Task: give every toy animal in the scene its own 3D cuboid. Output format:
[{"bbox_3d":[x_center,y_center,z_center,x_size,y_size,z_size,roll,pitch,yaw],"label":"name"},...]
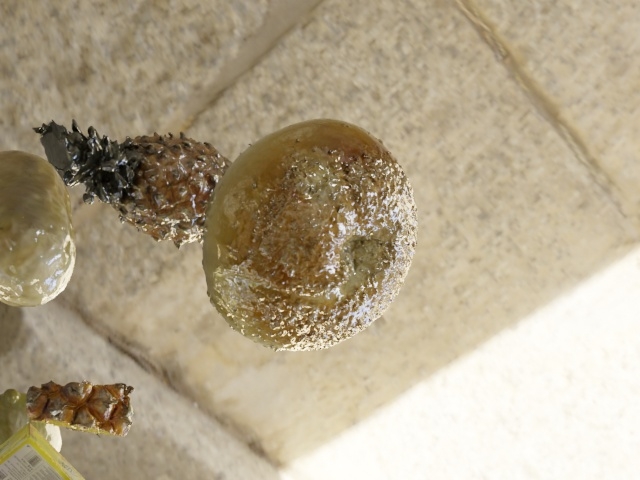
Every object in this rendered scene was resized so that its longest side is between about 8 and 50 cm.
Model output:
[{"bbox_3d":[-0.514,0.441,2.059,0.181,0.363,0.180,2,152,-25],"label":"toy animal"}]

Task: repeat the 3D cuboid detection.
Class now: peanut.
[{"bbox_3d":[-0.327,-0.014,1.306,0.129,0.224,0.129,-6,124,-9],"label":"peanut"}]

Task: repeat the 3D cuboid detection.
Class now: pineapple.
[{"bbox_3d":[-0.250,-0.090,1.625,0.279,0.158,0.158,19,112,-42],"label":"pineapple"},{"bbox_3d":[-0.312,0.211,1.562,0.137,0.116,0.069,14,72,-23],"label":"pineapple"}]

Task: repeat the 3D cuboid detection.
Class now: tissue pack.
[{"bbox_3d":[-0.416,0.372,1.835,0.095,0.062,0.176,-40,110,-1],"label":"tissue pack"}]

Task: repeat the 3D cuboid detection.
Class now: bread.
[{"bbox_3d":[0.000,0.000,1.484,0.305,0.159,0.305,-17,115,-40],"label":"bread"}]
